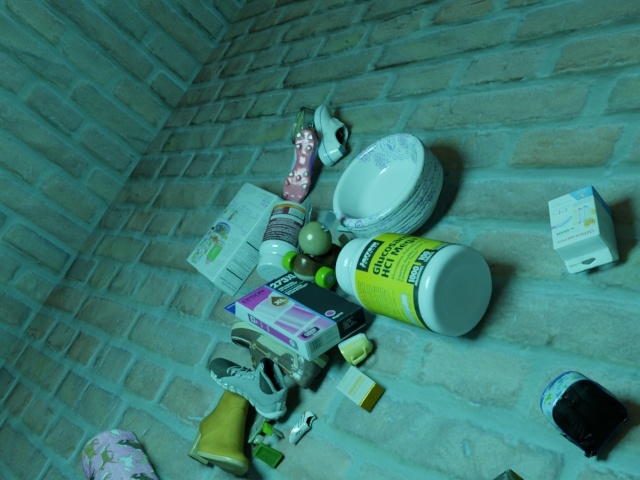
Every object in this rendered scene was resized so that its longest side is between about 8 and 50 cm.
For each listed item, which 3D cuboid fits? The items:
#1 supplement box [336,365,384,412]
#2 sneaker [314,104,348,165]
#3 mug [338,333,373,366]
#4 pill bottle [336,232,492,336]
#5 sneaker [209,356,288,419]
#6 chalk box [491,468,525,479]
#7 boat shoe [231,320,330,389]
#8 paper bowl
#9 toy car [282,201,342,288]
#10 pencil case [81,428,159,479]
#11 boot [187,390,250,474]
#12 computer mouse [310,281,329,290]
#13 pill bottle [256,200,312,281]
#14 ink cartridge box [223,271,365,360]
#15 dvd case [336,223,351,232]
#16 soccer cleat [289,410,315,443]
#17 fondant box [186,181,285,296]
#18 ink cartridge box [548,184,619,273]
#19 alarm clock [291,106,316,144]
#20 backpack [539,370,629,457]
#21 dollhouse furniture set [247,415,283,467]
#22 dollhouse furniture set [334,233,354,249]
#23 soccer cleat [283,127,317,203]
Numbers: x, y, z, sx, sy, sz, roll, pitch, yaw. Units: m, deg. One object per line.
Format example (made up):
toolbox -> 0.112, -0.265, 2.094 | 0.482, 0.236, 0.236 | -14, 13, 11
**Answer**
supplement box -> 0.087, 0.324, 1.541 | 0.062, 0.036, 0.098 | -54, 33, -6
sneaker -> 0.043, -0.343, 2.235 | 0.091, 0.094, 0.258 | -23, 49, 20
mug -> 0.087, 0.250, 1.604 | 0.064, 0.062, 0.078 | -35, 52, 6
pill bottle -> 0.187, 0.082, 1.527 | 0.334, 0.188, 0.188 | 12, 66, 54
sneaker -> -0.162, 0.313, 1.679 | 0.229, 0.132, 0.086 | 30, 34, 22
chalk box -> 0.241, 0.513, 1.041 | 0.289, 0.179, 0.180 | -40, 35, 16
boat shoe -> -0.127, 0.291, 1.757 | 0.342, 0.123, 0.123 | 11, 67, 45
paper bowl -> 0.181, -0.117, 1.773 | 0.284, 0.148, 0.284 | -30, 37, 26
toy car -> 0.000, 0.000, 1.761 | 0.149, 0.188, 0.155 | -18, 30, -41
pencil case -> -0.505, 0.643, 1.814 | 0.386, 0.167, 0.160 | 35, 118, 57
boot -> -0.214, 0.438, 1.692 | 0.295, 0.104, 0.211 | -18, 40, 59
computer mouse -> 0.001, 0.090, 1.879 | 0.106, 0.042, 0.193 | -28, 33, 22
pill bottle -> -0.106, 0.005, 2.015 | 0.121, 0.121, 0.221 | -17, 45, 40
ink cartridge box -> -0.077, 0.166, 1.731 | 0.176, 0.069, 0.371 | -29, 30, -30
dvd case -> 0.103, -0.058, 1.930 | 0.119, 0.013, 0.087 | 9, 64, 52
soccer cleat -> -0.042, 0.426, 1.599 | 0.083, 0.029, 0.036 | -55, 29, -16
fondant box -> -0.255, -0.012, 2.234 | 0.330, 0.096, 0.238 | -53, 33, -6
ink cartridge box -> 0.502, -0.014, 1.343 | 0.092, 0.090, 0.143 | -24, 40, 33
alarm clock -> -0.045, -0.375, 2.336 | 0.192, 0.064, 0.129 | -159, 81, -76
backpack -> 0.415, 0.269, 1.137 | 0.105, 0.114, 0.084 | -50, 13, 3
dollhouse furniture set -> -0.127, 0.468, 1.662 | 0.076, 0.059, 0.151 | -55, 13, 5
dollhouse furniture set -> 0.082, -0.010, 1.858 | 0.081, 0.091, 0.114 | -36, 29, -7
soccer cleat -> -0.056, -0.227, 2.192 | 0.095, 0.083, 0.248 | -33, -45, -72
